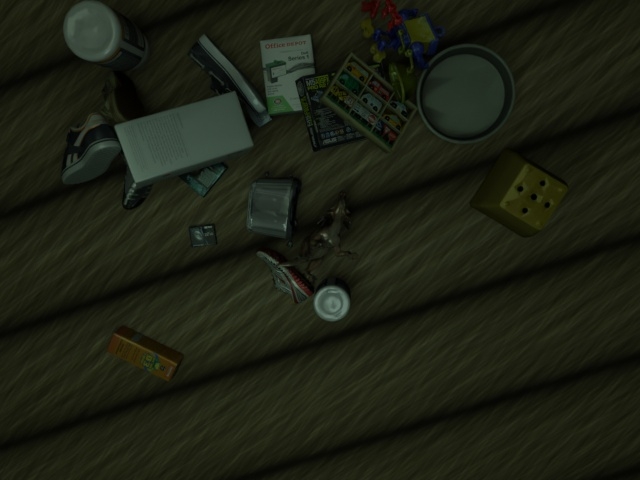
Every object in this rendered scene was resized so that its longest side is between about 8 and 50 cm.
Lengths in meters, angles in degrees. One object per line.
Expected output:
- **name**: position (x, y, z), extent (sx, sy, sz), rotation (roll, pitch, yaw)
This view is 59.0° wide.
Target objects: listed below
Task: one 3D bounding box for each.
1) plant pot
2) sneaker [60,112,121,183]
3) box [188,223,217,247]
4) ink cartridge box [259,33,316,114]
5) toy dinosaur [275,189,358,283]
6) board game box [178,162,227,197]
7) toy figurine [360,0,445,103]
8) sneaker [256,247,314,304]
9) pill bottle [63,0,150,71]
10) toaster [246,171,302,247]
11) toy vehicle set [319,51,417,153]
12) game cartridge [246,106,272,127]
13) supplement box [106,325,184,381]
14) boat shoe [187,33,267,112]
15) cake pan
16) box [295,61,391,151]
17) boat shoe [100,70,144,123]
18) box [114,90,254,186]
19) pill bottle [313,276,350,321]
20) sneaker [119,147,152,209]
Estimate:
- **plant pot**: position (0.604, -0.136, 1.679), extent (0.212, 0.187, 0.212), rotation (31, 99, -1)
- **sneaker**: position (-0.708, -0.277, 1.725), extent (0.321, 0.126, 0.127), rotation (-25, 84, 43)
- **box**: position (-0.382, -0.015, 1.839), extent (0.083, 0.018, 0.067), rotation (-6, 98, 4)
- **ink cartridge box**: position (-0.091, -0.499, 1.715), extent (0.160, 0.092, 0.219), rotation (-7, 98, 4)
- **toy dinosaur**: position (0.000, 0.000, 1.751), extent (0.295, 0.200, 0.127), rotation (-34, 123, 21)
- **board game box**: position (-0.406, -0.244, 1.804), extent (0.186, 0.026, 0.126), rotation (41, 99, -3)
- **toy figurine**: position (0.277, -0.584, 1.621), extent (0.217, 0.191, 0.363), rotation (-11, 67, -16)
- **sneaker**: position (-0.127, 0.115, 1.809), extent (0.093, 0.088, 0.225), rotation (-43, 93, 11)
- **pill bottle**: position (-0.605, -0.580, 1.640), extent (0.162, 0.278, 0.162), rotation (0, 98, 3)
- **toaster**: position (-0.145, -0.097, 1.761), extent (0.146, 0.129, 0.227), rotation (8, 101, 6)
- **toy vehicle set**: position (0.143, -0.398, 1.653), extent (0.267, 0.035, 0.166), rotation (34, 78, -20)
- **game cartridge**: position (-0.195, -0.401, 1.775), extent (0.056, 0.017, 0.083), rotation (-30, 95, 3)
- **supplement box**: position (-0.579, 0.375, 1.878), extent (0.233, 0.080, 0.078), rotation (25, 101, -3)
- **boat shoe**: position (-0.288, -0.486, 1.721), extent (0.102, 0.108, 0.301), rotation (-42, 89, 11)
- **cake pan**: position (0.435, -0.439, 1.712), extent (0.293, 0.054, 0.293), rotation (0, 98, 3)
- **box**: position (0.081, -0.398, 1.679), extent (0.270, 0.060, 0.216), rotation (-18, 97, -22)
- **boat shoe**: position (-0.600, -0.410, 1.693), extent (0.089, 0.285, 0.104), rotation (-43, 131, 16)
- **box**: position (-0.396, -0.289, 1.650), extent (0.345, 0.215, 0.168), rotation (-20, 96, -15)
- **pill bottle**: position (0.038, 0.174, 1.756), extent (0.112, 0.187, 0.112), rotation (1, 98, 4)
- **sneaker**: position (-0.598, -0.220, 1.802), extent (0.132, 0.086, 0.229), rotation (35, 104, 16)
